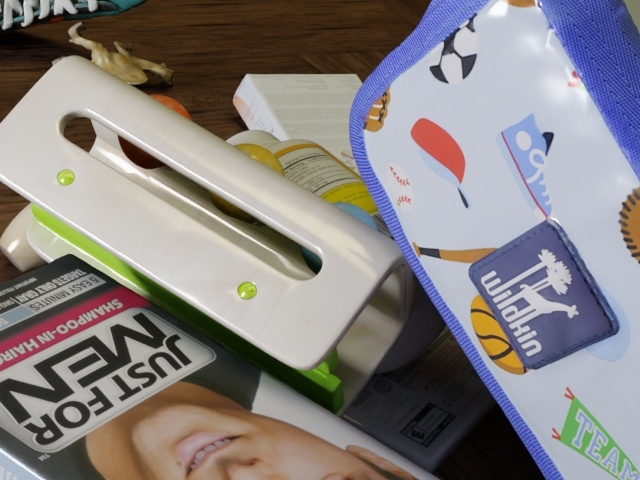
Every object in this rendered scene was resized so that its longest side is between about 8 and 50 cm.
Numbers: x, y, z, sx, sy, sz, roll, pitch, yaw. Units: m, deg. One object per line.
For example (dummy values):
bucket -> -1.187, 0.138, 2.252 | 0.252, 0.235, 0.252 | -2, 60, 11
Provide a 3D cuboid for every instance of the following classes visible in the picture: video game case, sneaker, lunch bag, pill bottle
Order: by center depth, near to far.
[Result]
lunch bag -> 0.185, 0.004, 0.838 | 0.327, 0.239, 0.385 | 60, 2, 6
pill bottle -> 0.000, 0.000, 1.079 | 0.117, 0.117, 0.215 | -10, 38, -40
video game case -> 0.046, 0.093, 1.087 | 0.183, 0.023, 0.201 | 27, 31, 19
sneaker -> -0.307, -0.249, 1.400 | 0.302, 0.108, 0.121 | -3, 33, 9

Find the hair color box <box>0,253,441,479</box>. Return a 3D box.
hair color box -> -0.076, 0.160, 0.805 | 0.374, 0.113, 0.185 | 30, 31, 22

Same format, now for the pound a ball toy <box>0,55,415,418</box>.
pound a ball toy -> -0.090, -0.002, 0.977 | 0.319, 0.208, 0.135 | 31, 69, 19

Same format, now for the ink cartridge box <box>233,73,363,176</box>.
ink cartridge box -> 0.013, -0.095, 1.411 | 0.145, 0.045, 0.179 | -5, 53, -36

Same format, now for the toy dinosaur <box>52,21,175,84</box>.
toy dinosaur -> -0.220, -0.174, 1.394 | 0.093, 0.053, 0.183 | 33, 32, 26
